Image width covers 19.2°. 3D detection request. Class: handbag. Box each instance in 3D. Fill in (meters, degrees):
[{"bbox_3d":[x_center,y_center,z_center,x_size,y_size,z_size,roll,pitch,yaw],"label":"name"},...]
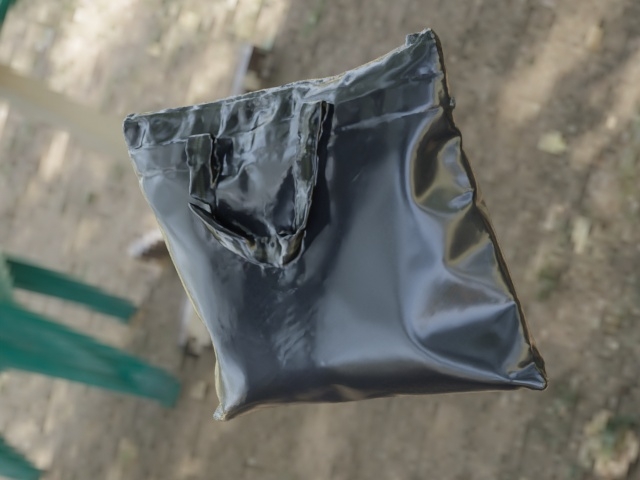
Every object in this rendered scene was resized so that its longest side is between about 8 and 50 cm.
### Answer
[{"bbox_3d":[0.000,0.000,1.110,0.254,0.089,0.211,-10,101,40],"label":"handbag"}]
